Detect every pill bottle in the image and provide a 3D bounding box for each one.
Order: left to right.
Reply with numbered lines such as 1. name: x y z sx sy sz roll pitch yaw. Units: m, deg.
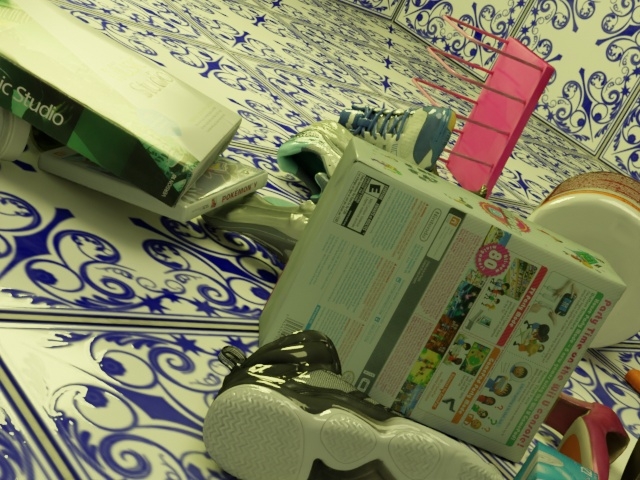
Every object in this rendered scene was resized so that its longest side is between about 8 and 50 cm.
1. pill bottle: -0.380 -0.127 1.143 0.137 0.078 0.078 11 25 -40
2. pill bottle: 0.429 0.012 1.696 0.224 0.224 0.392 32 19 11

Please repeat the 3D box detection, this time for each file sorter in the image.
1. file sorter: 0.269 -0.255 2.083 0.182 0.291 0.202 18 21 -20

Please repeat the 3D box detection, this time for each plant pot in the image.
1. plant pot: -0.327 -0.150 1.299 0.083 0.083 0.079 7 15 -47

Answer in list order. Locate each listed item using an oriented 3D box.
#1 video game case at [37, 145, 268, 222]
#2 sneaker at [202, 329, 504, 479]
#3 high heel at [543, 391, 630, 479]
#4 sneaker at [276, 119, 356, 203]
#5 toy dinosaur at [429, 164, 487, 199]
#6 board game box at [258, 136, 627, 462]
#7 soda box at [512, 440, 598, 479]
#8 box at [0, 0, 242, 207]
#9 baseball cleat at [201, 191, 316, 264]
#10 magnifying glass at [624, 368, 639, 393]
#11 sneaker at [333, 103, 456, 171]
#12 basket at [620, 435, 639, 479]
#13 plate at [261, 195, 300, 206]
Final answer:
1. video game case: -0.190 -0.082 1.270 0.201 0.023 0.183 20 23 21
2. sneaker: 0.032 0.156 0.932 0.268 0.101 0.153 21 22 -13
3. high heel: 0.298 0.237 1.156 0.117 0.082 0.244 29 11 -4
4. sneaker: 0.051 -0.067 1.607 0.283 0.110 0.122 34 37 26
5. toy dinosaur: 0.185 -0.048 1.733 0.160 0.121 0.313 14 24 -4
6. board game box: 0.119 0.064 1.118 0.303 0.224 0.097 25 16 -10
7. soda box: 0.198 0.258 0.947 0.067 0.071 0.210 29 18 3
8. box: -0.258 -0.172 1.218 0.322 0.058 0.232 30 22 -3
9. baseball cleat: -0.059 -0.001 1.295 0.205 0.109 0.072 12 38 40
10. magnifying glass: 0.491 0.250 1.470 0.092 0.026 0.231 14 25 -35
11. sneaker: 0.089 -0.155 1.681 0.131 0.112 0.296 33 -22 -18
12. basket: 0.446 0.271 1.156 0.226 0.154 0.204 28 17 11
13. plate: 0.000 0.000 1.407 0.188 0.024 0.188 30 10 -6
